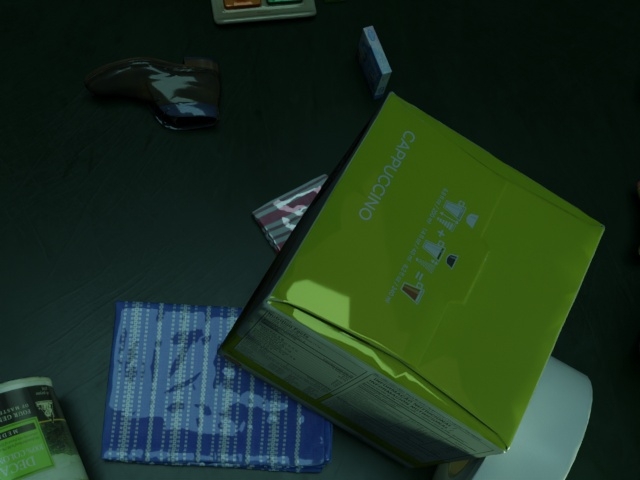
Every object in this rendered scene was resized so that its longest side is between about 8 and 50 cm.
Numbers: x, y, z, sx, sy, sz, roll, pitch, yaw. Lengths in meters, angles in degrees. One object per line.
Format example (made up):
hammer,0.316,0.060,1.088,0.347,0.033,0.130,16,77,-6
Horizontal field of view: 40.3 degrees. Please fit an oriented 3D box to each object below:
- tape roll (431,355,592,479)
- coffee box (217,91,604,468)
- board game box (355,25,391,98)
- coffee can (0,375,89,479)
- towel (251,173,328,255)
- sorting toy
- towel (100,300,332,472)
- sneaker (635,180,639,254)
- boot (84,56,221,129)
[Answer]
tape roll,0.252,0.284,1.195,0.100,0.286,0.286,29,71,2
coffee box,0.110,0.073,1.188,0.338,0.334,0.338,32,67,-4
board game box,0.088,-0.298,1.467,0.020,0.090,0.090,-17,74,-12
coffee can,-0.399,0.344,1.132,0.201,0.201,0.275,-23,76,-14
towel,0.000,0.000,1.389,0.144,0.029,0.197,-29,78,-16
sorting toy,-0.109,-0.473,1.522,0.347,0.047,0.196,-8,73,-10
towel,-0.147,0.214,1.294,0.336,0.040,0.243,4,71,-6
sneaker,0.565,-0.057,1.463,0.094,0.081,0.208,29,64,10
boot,-0.265,-0.232,1.404,0.219,0.082,0.106,-8,70,-12
